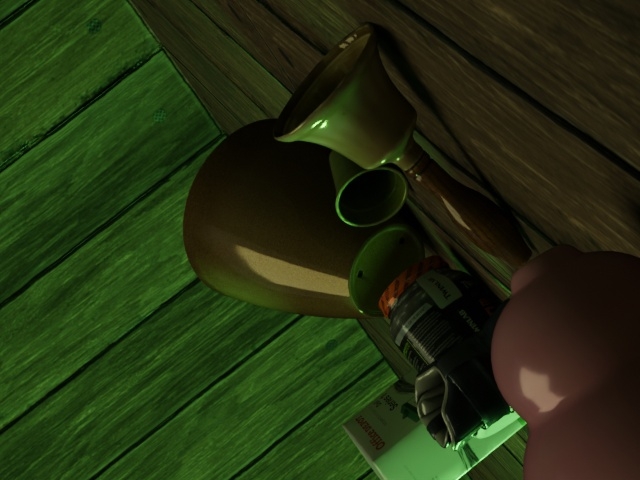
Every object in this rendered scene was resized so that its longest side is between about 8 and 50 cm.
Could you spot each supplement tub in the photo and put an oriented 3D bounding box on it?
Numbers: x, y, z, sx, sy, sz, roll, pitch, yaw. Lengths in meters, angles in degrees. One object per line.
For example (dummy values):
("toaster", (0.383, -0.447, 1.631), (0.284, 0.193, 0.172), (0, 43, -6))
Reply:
("supplement tub", (0.157, 0.115, 2.006), (0.190, 0.117, 0.117), (51, 176, 20))

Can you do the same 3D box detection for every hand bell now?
("hand bell", (0.091, -0.061, 1.547), (0.242, 0.126, 0.126), (39, 179, -14))

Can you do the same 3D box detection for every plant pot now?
("plant pot", (0.000, 0.000, 2.194), (0.254, 0.237, 0.237), (27, 159, 46))
("plant pot", (0.045, -0.072, 1.983), (0.083, 0.083, 0.079), (56, -173, -45))

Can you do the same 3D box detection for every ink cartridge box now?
("ink cartridge box", (0.149, 0.210, 2.184), (0.092, 0.219, 0.160), (53, 175, -16))

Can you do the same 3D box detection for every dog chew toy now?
("dog chew toy", (0.224, 0.151, 1.134), (0.332, 0.206, 0.206), (60, 177, 10))

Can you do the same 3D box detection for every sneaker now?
("sneaker", (0.184, 0.158, 1.783), (0.086, 0.163, 0.226), (45, 174, 46))
